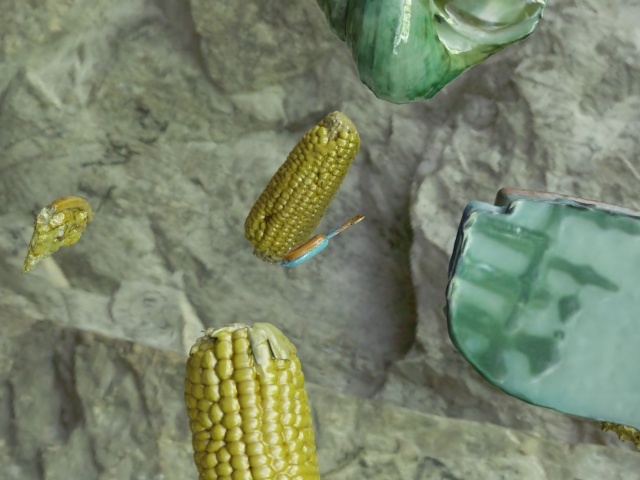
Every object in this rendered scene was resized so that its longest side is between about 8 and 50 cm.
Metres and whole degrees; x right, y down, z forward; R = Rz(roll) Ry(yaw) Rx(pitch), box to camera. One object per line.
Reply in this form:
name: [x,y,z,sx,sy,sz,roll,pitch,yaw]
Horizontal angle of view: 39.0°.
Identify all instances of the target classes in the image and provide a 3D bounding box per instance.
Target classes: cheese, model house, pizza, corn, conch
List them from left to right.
pizza: [-0.298,-0.002,1.020,0.108,0.026,0.123,-54,174,2]
corn: [-0.041,0.187,0.652,0.091,0.091,0.260,-13,-102,20]
corn: [-0.029,-0.069,1.290,0.261,0.097,0.097,-56,-143,28]
cheese: [0.000,0.001,0.989,0.111,0.017,0.047,-32,-167,-16]
conch: [0.097,-0.210,0.825,0.176,0.188,0.122,99,-28,-43]
model house: [0.316,0.051,1.188,0.329,0.295,0.251,-53,153,-74]

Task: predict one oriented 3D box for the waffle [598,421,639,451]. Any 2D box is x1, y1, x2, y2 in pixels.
waffle: [0.452,0.268,1.174,0.192,0.160,0.046,16,-76,20]
